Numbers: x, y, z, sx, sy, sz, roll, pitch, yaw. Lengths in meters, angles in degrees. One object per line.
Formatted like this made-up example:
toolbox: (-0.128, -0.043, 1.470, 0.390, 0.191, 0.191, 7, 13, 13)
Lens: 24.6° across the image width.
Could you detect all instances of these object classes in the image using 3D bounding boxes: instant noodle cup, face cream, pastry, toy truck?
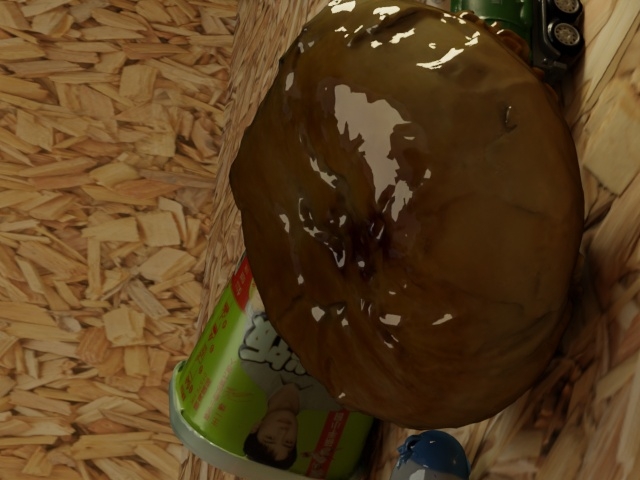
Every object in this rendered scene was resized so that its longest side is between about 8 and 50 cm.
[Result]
instant noodle cup: (-0.020, 0.118, 1.855, 0.294, 0.294, 0.308, -108, 38, -67)
face cream: (0.091, 0.320, 1.497, 0.149, 0.083, 0.264, -133, 56, -75)
pastry: (0.092, -0.026, 1.344, 0.409, 0.245, 0.410, 32, 129, 50)
toy truck: (0.192, -0.241, 1.495, 0.101, 0.125, 0.242, 119, 161, -56)

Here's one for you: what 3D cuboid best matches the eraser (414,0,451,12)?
eraser: (0.131, -0.250, 1.648, 0.171, 0.087, 0.291, -30, 67, 58)
